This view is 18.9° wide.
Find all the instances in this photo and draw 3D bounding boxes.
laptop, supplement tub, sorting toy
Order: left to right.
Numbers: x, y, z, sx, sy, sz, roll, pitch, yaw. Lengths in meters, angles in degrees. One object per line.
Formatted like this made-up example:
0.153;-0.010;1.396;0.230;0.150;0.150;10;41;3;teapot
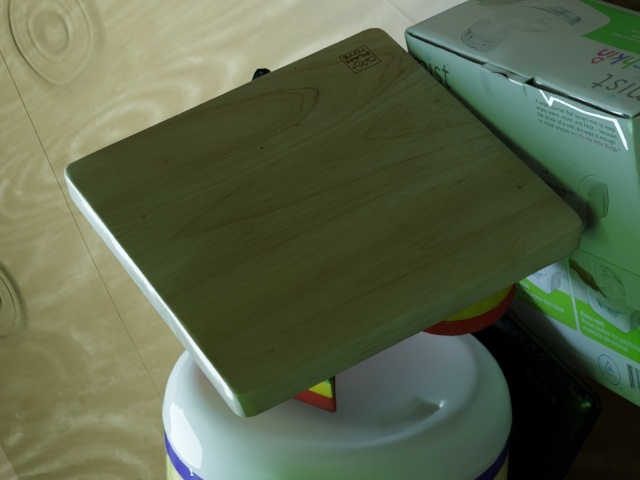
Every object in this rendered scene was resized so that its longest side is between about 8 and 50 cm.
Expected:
0.000;0.000;1.300;0.255;0.257;0.089;48;156;40;sorting toy
0.011;0.233;1.371;0.241;0.241;0.331;29;128;43;supplement tub
0.095;0.096;1.591;0.382;0.236;0.408;45;137;25;laptop

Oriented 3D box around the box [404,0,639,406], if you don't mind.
0.190;-0.036;1.340;0.262;0.126;0.231;30;138;55;box
